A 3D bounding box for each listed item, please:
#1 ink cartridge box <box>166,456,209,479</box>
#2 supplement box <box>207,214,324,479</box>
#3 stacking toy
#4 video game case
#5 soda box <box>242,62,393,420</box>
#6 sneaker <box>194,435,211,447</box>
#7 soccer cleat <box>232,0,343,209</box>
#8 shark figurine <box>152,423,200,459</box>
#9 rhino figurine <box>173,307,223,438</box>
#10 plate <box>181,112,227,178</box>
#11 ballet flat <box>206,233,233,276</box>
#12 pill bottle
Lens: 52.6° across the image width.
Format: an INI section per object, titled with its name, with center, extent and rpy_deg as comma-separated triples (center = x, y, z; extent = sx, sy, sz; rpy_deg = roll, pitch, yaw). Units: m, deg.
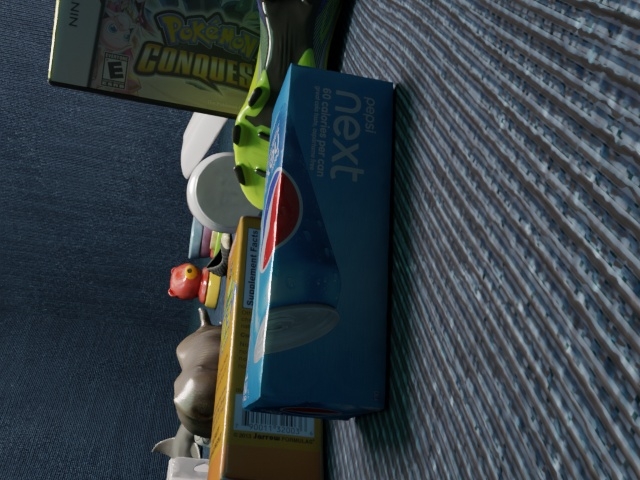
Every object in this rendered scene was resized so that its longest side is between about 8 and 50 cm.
[ink cartridge box]
center = -0.166, 0.365, 0.865
extent = 0.090, 0.092, 0.143
rpy_deg = -127, 46, -73
[supplement box]
center = -0.043, 0.093, 0.527
extent = 0.078, 0.080, 0.233
rpy_deg = 116, 161, -48
[stacking toy]
center = -0.322, -0.005, 1.741
extent = 0.309, 0.130, 0.279
rpy_deg = -97, 19, -50
[video game case]
center = -0.127, -0.261, 0.682
extent = 0.035, 0.275, 0.248
rpy_deg = -141, 60, -73
[soda box]
center = 0.000, 0.000, 0.404
extent = 0.067, 0.071, 0.210
rpy_deg = 125, 151, -65
[sneaker]
center = -0.163, 0.218, 0.952
extent = 0.088, 0.093, 0.225
rpy_deg = -99, 21, -54
[soccer cleat]
center = -0.022, -0.171, 0.651
extent = 0.121, 0.093, 0.289
rpy_deg = -33, -46, -65
[shark figurine]
center = -0.334, 0.518, 1.491
extent = 0.166, 0.116, 0.278
rpy_deg = 140, 139, -74
[rhino figurine]
center = -0.102, 0.133, 0.698
extent = 0.243, 0.106, 0.073
rpy_deg = -120, 41, -71
[plate]
center = -0.139, -0.267, 1.022
extent = 0.277, 0.045, 0.278
rpy_deg = -39, 28, 53
[ballet flat]
center = -0.225, 0.035, 1.462
extent = 0.173, 0.049, 0.057
rpy_deg = 116, 158, -54
[pill bottle]
center = -0.143, -0.071, 0.989
extent = 0.221, 0.121, 0.121
rpy_deg = -168, 86, -78
